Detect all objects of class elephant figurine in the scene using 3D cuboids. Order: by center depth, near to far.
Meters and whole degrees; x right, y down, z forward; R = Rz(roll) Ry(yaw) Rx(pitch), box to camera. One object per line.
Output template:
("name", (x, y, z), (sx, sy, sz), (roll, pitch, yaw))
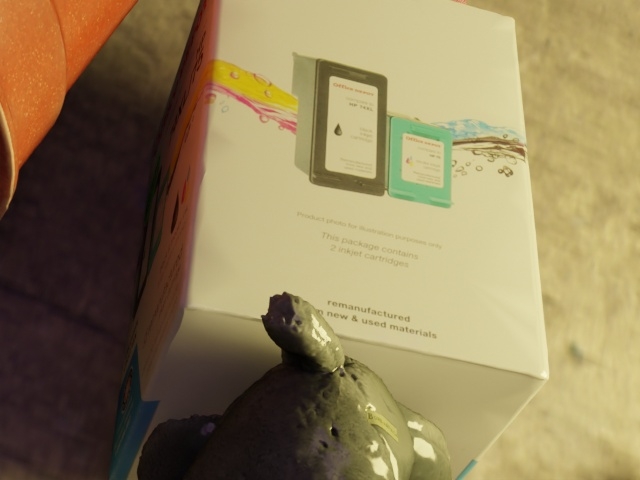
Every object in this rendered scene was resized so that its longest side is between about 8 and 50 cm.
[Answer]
("elephant figurine", (-0.050, 0.168, 0.671), (0.239, 0.169, 0.186), (-26, 67, 18))

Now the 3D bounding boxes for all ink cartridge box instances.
("ink cartridge box", (0.000, 0.000, 0.814), (0.197, 0.198, 0.270), (12, 51, -13))

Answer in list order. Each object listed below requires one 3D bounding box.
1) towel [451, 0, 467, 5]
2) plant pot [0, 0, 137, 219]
("towel", (0.032, -0.248, 1.046), (0.144, 0.029, 0.197), (-5, 72, -19))
("plant pot", (-0.200, -0.186, 0.746), (0.272, 0.272, 0.265), (38, 56, -2))
